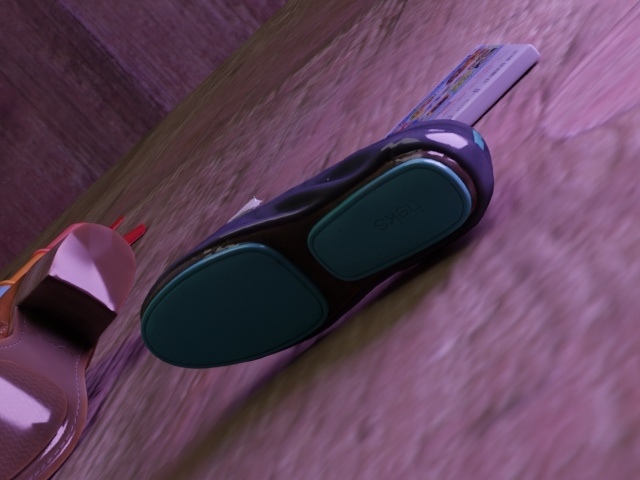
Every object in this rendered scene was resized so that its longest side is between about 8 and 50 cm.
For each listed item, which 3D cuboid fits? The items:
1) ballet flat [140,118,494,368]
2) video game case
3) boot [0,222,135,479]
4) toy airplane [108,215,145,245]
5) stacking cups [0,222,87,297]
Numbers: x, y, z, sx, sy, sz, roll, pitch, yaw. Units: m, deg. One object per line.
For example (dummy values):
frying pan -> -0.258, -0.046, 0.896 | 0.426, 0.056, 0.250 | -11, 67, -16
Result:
ballet flat -> 0.000, 0.000, 0.692 | 0.203, 0.074, 0.074 | -30, 17, 32
video game case -> 0.080, -0.083, 0.862 | 0.087, 0.011, 0.122 | -45, 11, 0
boot -> -0.247, 0.130, 1.044 | 0.220, 0.109, 0.283 | -44, 19, 45
toy airplane -> -0.256, 0.014, 1.702 | 0.151, 0.028, 0.151 | -41, 11, 10
stacking cups -> -0.321, 0.091, 1.504 | 0.096, 0.096, 0.316 | -32, 14, 49
